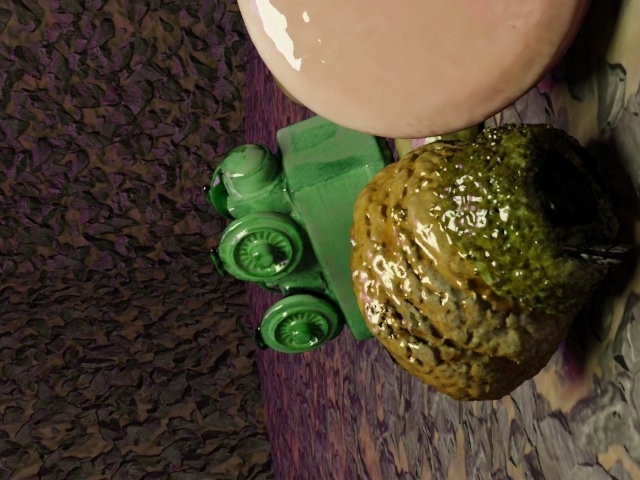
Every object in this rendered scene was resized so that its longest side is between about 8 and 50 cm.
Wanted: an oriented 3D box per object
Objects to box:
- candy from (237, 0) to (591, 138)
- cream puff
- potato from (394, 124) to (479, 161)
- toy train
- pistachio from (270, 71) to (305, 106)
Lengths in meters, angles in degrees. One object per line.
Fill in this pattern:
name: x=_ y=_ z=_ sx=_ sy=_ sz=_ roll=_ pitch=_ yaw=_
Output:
candy: x=0.058 y=-0.186 z=0.669 sx=0.094 sy=0.255 sz=0.255 roll=-36 pitch=-51 yaw=-67
cream puff: x=0.127 y=0.002 z=0.656 sx=0.169 sy=0.183 sz=0.183 roll=-36 pitch=53 yaw=48
potato: x=0.108 y=-0.102 z=0.919 sx=0.091 sy=0.070 sz=0.138 roll=8 pitch=103 yaw=62
toy train: x=0.000 y=0.000 z=1.025 sx=0.145 sy=0.202 sz=0.266 roll=-103 pitch=-8 yaw=-50
pistachio: x=0.012 y=-0.284 z=1.198 sx=0.213 sy=0.163 sz=0.260 roll=24 pitch=119 yaw=42
